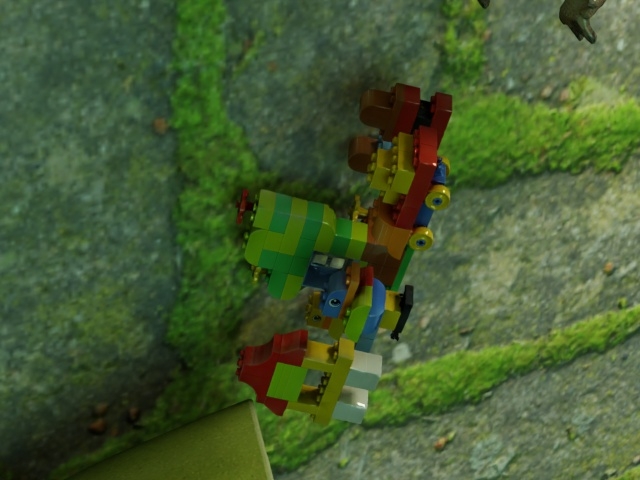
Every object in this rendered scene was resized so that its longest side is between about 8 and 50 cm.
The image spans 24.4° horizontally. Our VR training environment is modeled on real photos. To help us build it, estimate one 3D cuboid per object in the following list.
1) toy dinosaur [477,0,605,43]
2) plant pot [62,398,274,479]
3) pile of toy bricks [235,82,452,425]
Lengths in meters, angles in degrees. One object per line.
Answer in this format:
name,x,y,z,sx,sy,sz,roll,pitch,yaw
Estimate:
toy dinosaur,0.171,-0.213,0.763,0.200,0.127,0.296,-39,148,-7
plant pot,-0.145,0.259,0.831,0.293,0.275,0.275,-15,127,-4
pile of toy bricks,0.000,0.000,0.851,0.105,0.118,0.212,13,132,-7
